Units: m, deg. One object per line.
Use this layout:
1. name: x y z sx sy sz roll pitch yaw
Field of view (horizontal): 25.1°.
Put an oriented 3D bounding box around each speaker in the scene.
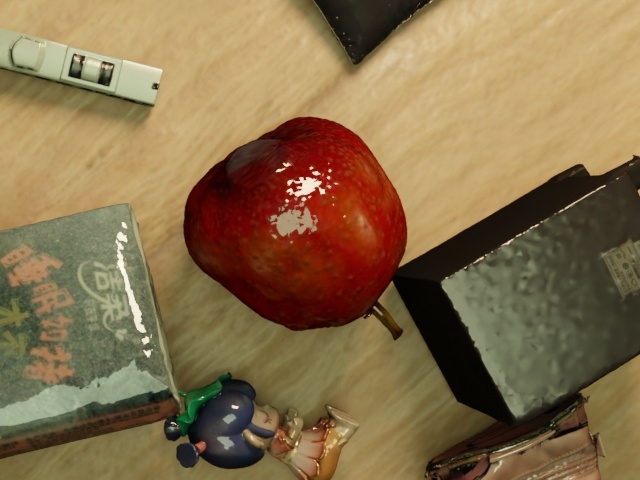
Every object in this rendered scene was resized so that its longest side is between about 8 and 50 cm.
1. speaker: 0.239 0.053 1.505 0.254 0.232 0.184 -30 95 -8

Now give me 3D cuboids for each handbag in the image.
1. handbag: 0.209 0.254 1.541 0.205 0.179 0.116 -23 88 -5

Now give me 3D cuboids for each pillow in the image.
1. pillow: 0.081 -0.306 1.560 0.208 0.055 0.141 -36 102 -3

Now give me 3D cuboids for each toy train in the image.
1. toy train: -0.274 -0.188 1.534 0.208 0.047 0.043 13 90 -7

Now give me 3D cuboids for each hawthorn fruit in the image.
1. hawthorn fruit: 0.000 0.000 1.478 0.266 0.230 0.210 43 94 -8

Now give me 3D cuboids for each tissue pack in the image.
1. tissue pack: -0.320 0.104 1.484 0.316 0.103 0.228 -13 73 -5

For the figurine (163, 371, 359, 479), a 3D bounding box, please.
1. figurine: -0.066 0.208 1.539 0.195 0.111 0.102 19 89 -8
